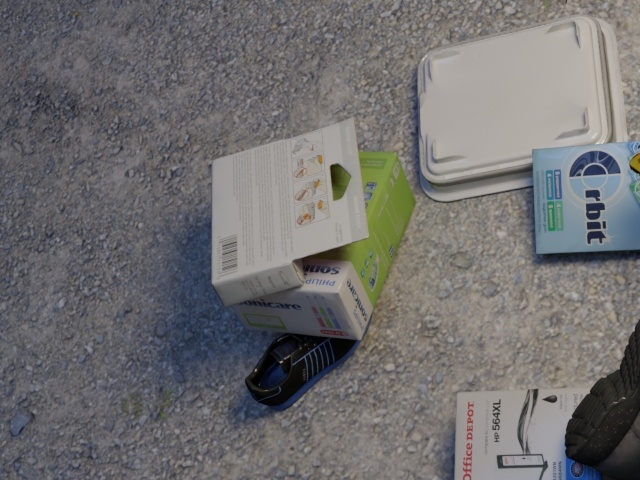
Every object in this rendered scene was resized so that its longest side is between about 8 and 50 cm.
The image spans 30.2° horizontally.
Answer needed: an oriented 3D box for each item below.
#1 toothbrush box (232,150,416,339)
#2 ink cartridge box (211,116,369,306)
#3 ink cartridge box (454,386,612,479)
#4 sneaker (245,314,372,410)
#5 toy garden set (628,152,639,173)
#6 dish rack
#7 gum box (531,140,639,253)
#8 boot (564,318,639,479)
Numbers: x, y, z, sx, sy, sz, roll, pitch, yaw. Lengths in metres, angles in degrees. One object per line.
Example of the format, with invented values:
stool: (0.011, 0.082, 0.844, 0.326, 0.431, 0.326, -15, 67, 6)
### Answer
toothbrush box: (0.000, 0.000, 1.828, 0.206, 0.122, 0.283, 3, 50, 27)
ink cartridge box: (-0.045, -0.047, 1.764, 0.239, 0.060, 0.275, -16, 44, 11)
ink cartridge box: (0.289, 0.283, 1.616, 0.203, 0.086, 0.148, -6, 65, 23)
sneaker: (-0.018, 0.164, 1.821, 0.232, 0.090, 0.081, -48, 56, -1)
toy garden set: (0.520, -0.114, 1.474, 0.244, 0.049, 0.204, -40, 41, 1)
dish rack: (0.299, -0.219, 1.859, 0.333, 0.072, 0.285, -11, 63, 23)
gum box: (0.404, -0.061, 1.718, 0.185, 0.041, 0.156, -4, 87, 26)
boot: (0.477, 0.190, 1.457, 0.338, 0.223, 0.118, -59, 6, 30)
